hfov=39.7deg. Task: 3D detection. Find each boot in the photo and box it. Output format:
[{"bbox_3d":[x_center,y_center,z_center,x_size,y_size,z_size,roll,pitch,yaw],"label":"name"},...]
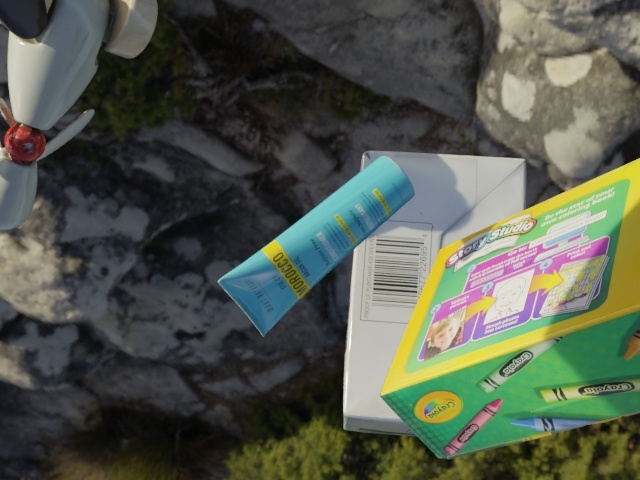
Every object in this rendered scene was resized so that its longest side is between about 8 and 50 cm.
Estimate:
[{"bbox_3d":[-0.226,-0.164,0.576,0.114,0.037,0.106,-13,109,57],"label":"boot"}]

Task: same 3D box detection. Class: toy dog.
[{"bbox_3d":[-0.334,-0.191,1.019,0.333,0.161,0.220,-44,132,6],"label":"toy dog"}]

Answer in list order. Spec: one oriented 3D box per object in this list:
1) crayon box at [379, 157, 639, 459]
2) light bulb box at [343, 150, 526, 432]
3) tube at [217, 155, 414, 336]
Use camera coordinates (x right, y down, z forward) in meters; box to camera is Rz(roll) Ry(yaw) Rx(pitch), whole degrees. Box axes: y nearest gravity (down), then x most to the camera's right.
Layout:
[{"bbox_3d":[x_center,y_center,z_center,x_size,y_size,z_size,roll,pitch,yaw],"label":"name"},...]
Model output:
[{"bbox_3d":[0.184,0.038,0.607,0.278,0.165,0.081,-28,113,42],"label":"crayon box"},{"bbox_3d":[0.154,0.099,1.282,0.225,0.358,0.361,4,165,2],"label":"light bulb box"},{"bbox_3d":[0.000,0.000,0.870,0.080,0.207,0.052,54,170,-25],"label":"tube"}]
